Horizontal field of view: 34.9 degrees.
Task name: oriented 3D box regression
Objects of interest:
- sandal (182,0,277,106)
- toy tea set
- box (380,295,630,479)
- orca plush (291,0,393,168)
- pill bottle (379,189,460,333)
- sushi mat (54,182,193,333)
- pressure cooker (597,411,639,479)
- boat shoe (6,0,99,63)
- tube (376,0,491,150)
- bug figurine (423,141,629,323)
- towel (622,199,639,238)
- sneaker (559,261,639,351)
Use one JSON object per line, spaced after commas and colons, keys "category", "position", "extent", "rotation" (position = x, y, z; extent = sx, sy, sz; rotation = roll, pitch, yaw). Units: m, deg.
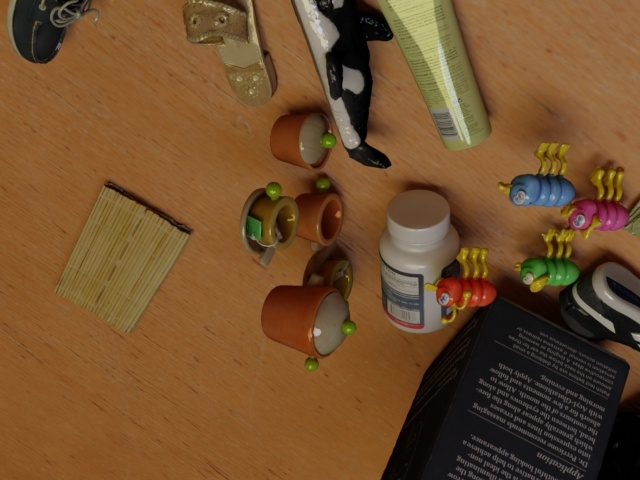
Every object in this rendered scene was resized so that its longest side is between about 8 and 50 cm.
{"category": "sandal", "position": [-0.123, -0.251, 1.225], "extent": [0.088, 0.079, 0.240], "rotation": [-4, 129, 28]}
{"category": "toy tea set", "position": [0.000, 0.000, 1.326], "extent": [0.124, 0.200, 0.336], "rotation": [10, 129, 28]}
{"category": "box", "position": [0.208, 0.327, 1.351], "extent": [0.212, 0.395, 0.293], "rotation": [27, 150, 1]}
{"category": "orca plush", "position": [0.046, -0.208, 1.175], "extent": [0.102, 0.151, 0.287], "rotation": [-21, 122, 1]}
{"category": "pill bottle", "position": [0.132, 0.026, 1.350], "extent": [0.107, 0.108, 0.180], "rotation": [10, 134, 17]}
{"category": "sushi mat", "position": [-0.323, 0.036, 1.634], "extent": [0.151, 0.019, 0.316], "rotation": [33, 136, -5]}
{"category": "pressure cooker", "position": [0.533, 0.481, 1.409], "extent": [0.420, 0.370, 0.375], "rotation": [30, 126, -5]}
{"category": "boat shoe", "position": [-0.318, -0.312, 1.253], "extent": [0.079, 0.095, 0.254], "rotation": [34, 128, 7]}
{"category": "tube", "position": [0.132, -0.218, 1.161], "extent": [0.062, 0.070, 0.240], "rotation": [31, 153, 58]}
{"category": "bug figurine", "position": [0.256, 0.002, 1.221], "extent": [0.216, 0.072, 0.279], "rotation": [-2, 142, -27]}
{"category": "towel", "position": [0.449, -0.014, 1.223], "extent": [0.148, 0.027, 0.110], "rotation": [32, 135, -5]}
{"category": "sneaker", "position": [0.409, 0.116, 1.340], "extent": [0.217, 0.079, 0.121], "rotation": [38, 145, -11]}
